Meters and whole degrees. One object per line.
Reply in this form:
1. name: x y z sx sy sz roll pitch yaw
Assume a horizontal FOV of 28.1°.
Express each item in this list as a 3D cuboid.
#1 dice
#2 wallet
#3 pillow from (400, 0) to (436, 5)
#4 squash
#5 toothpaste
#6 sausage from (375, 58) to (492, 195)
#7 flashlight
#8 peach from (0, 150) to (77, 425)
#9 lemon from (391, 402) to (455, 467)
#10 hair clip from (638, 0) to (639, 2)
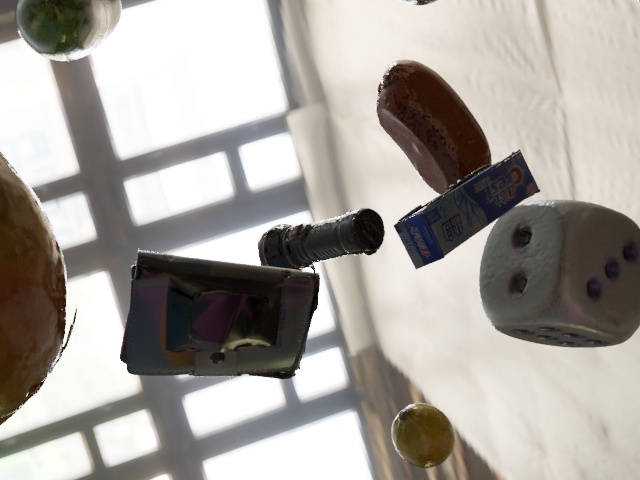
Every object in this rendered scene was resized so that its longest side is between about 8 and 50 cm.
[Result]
1. dice: 0.361 0.052 1.898 0.194 0.193 0.192 -8 -112 53
2. wallet: -0.119 0.098 1.530 0.069 0.231 0.170 -105 -157 -59
3. pillow: 0.108 -0.336 1.649 0.135 0.091 0.055 27 -76 30
4. squash: -0.315 -0.285 1.614 0.395 0.107 0.107 -98 172 -76
5. toothpaste: 0.186 -0.043 1.579 0.053 0.272 0.066 -26 -88 38
6. sausage: 0.190 -0.184 2.101 0.258 0.133 0.133 52 -9 -9
7. flashlight: 0.000 0.000 1.949 0.232 0.093 0.093 -16 -88 50
8. peach: -0.403 0.013 1.187 0.290 0.372 0.373 -57 -132 45
9. lemon: 0.102 0.195 1.286 0.083 0.062 0.062 51 2 -35
10. hair clip: 0.365 -0.296 1.387 0.083 0.275 0.048 19 -67 24
